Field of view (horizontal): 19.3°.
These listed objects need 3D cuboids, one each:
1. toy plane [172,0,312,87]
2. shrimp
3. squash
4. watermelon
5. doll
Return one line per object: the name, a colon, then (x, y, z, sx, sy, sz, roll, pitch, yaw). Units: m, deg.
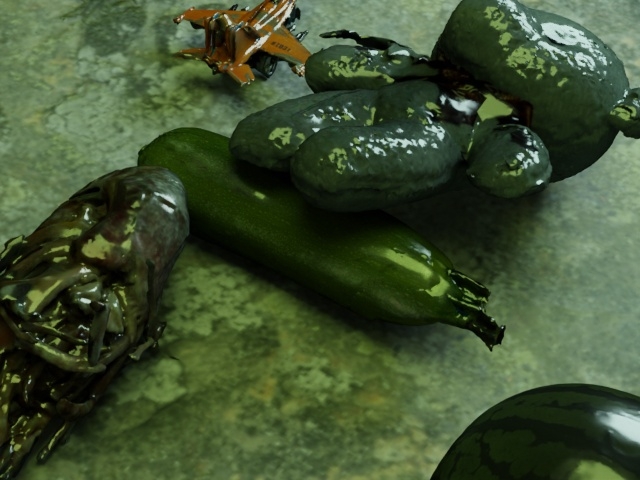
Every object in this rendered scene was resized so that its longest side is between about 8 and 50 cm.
toy plane: (-0.047, -0.188, 1.635, 0.135, 0.062, 0.188, 24, 35, 19)
shrimp: (-0.183, 0.070, 1.325, 0.145, 0.116, 0.343, -2, 43, 29)
squash: (0.001, -0.002, 1.425, 0.331, 0.087, 0.087, 25, 49, 24)
watermelon: (0.165, 0.193, 1.162, 0.212, 0.212, 0.212, 2, 45, -2)
doll: (0.101, -0.112, 1.446, 0.340, 0.158, 0.246, -5, 26, -35)
